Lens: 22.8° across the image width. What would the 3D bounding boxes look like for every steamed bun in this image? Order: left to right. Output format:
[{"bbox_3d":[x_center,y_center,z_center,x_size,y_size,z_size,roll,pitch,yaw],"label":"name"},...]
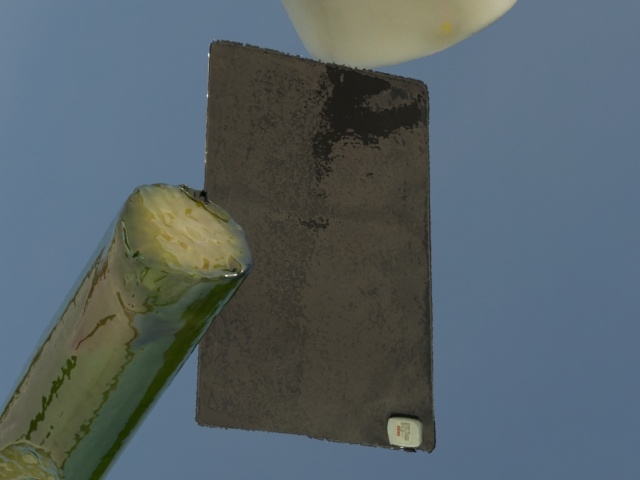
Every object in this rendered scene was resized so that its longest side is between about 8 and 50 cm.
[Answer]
[{"bbox_3d":[0.032,-0.231,1.175,0.155,0.200,0.250,-28,-162,-5],"label":"steamed bun"}]

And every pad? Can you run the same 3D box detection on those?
[{"bbox_3d":[0.000,0.000,0.736,0.004,0.116,0.193,137,-43,-59],"label":"pad"}]

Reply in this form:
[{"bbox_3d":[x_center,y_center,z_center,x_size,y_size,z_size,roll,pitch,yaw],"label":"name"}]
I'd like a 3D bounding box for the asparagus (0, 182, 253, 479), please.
[{"bbox_3d":[-0.077,0.056,0.471,0.045,0.041,0.178,56,-52,28],"label":"asparagus"}]
